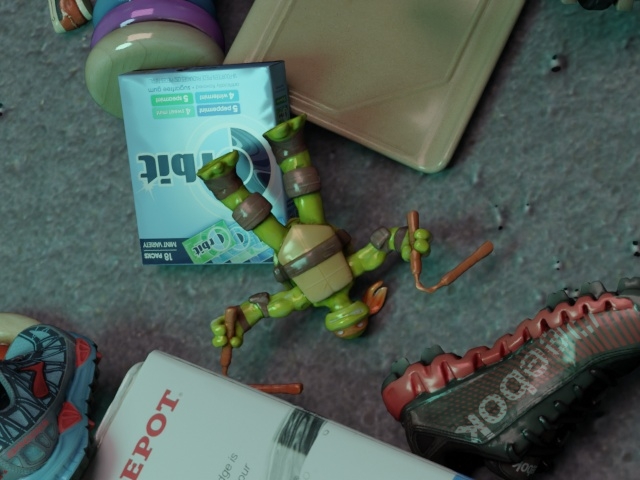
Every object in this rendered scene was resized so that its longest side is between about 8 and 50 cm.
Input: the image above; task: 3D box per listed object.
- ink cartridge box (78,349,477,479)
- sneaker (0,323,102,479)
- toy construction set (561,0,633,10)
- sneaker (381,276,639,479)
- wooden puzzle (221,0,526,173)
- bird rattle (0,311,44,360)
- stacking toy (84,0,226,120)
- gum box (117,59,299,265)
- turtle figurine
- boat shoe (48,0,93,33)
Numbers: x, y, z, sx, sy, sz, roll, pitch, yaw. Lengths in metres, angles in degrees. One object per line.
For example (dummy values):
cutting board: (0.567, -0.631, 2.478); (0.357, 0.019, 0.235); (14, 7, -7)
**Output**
ink cartridge box: (-0.022, 0.296, 1.467); (0.395, 0.166, 0.285); (20, 75, 30)
sneaker: (-0.261, 0.127, 1.545); (0.104, 0.125, 0.262); (-50, 21, 12)
toy construction set: (0.195, -0.319, 1.667); (0.309, 0.257, 0.237); (-26, 13, -9)
sneaker: (0.183, 0.126, 1.491); (0.276, 0.098, 0.135); (-26, 62, 24)
wooden puzzle: (0.052, -0.197, 1.718); (0.239, 0.044, 0.221); (23, 76, 10)
bird rattle: (-0.335, 0.147, 1.727); (0.207, 0.143, 0.253); (-15, 47, 3)
stacking toy: (-0.169, -0.281, 1.842); (0.141, 0.141, 0.330); (-16, 54, 15)
gum box: (-0.102, -0.070, 1.693); (0.157, 0.041, 0.184); (-1, 103, 22)
turtle figurine: (0.000, 0.000, 1.620); (0.269, 0.087, 0.217); (-28, 96, 7)
boat shoe: (-0.281, -0.280, 1.925); (0.043, 0.049, 0.137); (-29, 63, 11)
